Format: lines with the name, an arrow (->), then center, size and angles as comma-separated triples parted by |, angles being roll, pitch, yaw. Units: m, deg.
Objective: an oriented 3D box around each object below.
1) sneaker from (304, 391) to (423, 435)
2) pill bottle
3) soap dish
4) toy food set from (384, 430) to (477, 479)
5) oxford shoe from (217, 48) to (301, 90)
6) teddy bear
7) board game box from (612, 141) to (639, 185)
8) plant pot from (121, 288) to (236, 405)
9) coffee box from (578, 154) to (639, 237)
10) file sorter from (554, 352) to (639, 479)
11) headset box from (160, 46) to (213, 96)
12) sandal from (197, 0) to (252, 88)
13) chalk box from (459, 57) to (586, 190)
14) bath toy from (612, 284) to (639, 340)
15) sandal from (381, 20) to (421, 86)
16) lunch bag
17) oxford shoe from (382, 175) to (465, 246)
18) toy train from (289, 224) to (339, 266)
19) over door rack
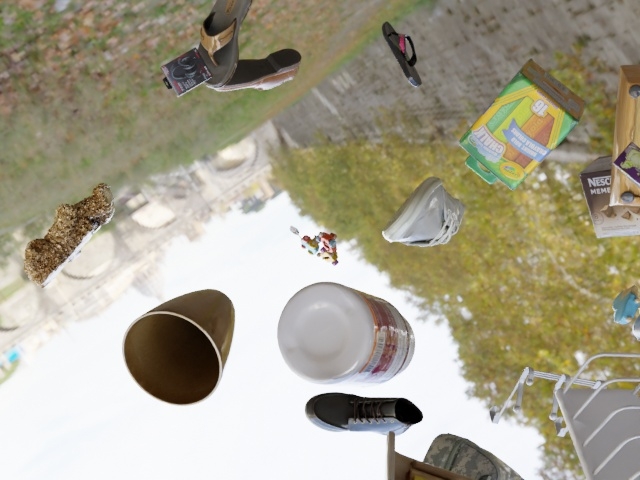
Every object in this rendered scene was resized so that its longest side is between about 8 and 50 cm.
sneaker -> 0.087, 0.333, 1.559 | 0.118, 0.222, 0.083 | 128, -32, -60
pill bottle -> 0.078, 0.228, 1.834 | 0.224, 0.224, 0.392 | -31, 159, 14
soap dish -> 0.692, -0.193, 1.535 | 0.229, 0.290, 0.118 | 6, -161, 23
toy food set -> 0.218, 0.393, 1.048 | 0.092, 0.306, 0.219 | -56, -162, 39
oxford shoe -> -0.142, -0.357, 1.733 | 0.212, 0.076, 0.076 | -16, 149, -16
teddy bear -> -0.699, -0.028, 2.188 | 0.338, 0.113, 0.245 | -50, -179, -4
board game box -> 0.597, -0.029, 1.230 | 0.347, 0.208, 0.056 | 20, 111, -50
plant pot -> -0.298, 0.216, 1.833 | 0.237, 0.237, 0.254 | -30, -169, 23
coffee box -> 0.746, -0.111, 1.732 | 0.297, 0.168, 0.119 | -4, -158, 48
file sorter -> 0.640, 0.382, 1.597 | 0.173, 0.193, 0.277 | 107, -19, -44
headset box -> -0.250, -0.308, 1.450 | 0.083, 0.062, 0.032 | -31, -168, -9
sandal -> -0.191, -0.405, 1.518 | 0.219, 0.090, 0.060 | -69, 162, 7
chalk box -> 0.461, -0.255, 1.878 | 0.289, 0.180, 0.179 | -52, 176, 32
bath toy -> 1.027, 0.274, 2.307 | 0.151, 0.348, 0.129 | -54, 177, -9
sandal -> 0.180, -0.397, 1.651 | 0.040, 0.179, 0.067 | -40, 144, 28
lunch bag -> 0.428, 0.655, 2.039 | 0.256, 0.305, 0.212 | 0, -123, 53
oxford shoe -> 0.251, -0.051, 1.799 | 0.169, 0.130, 0.449 | -47, 171, 14
toy train -> 0.000, 0.000, 1.991 | 0.046, 0.125, 0.166 | -45, -141, -21
over door rack -> 0.669, 0.498, 2.325 | 0.324, 0.240, 0.108 | 106, -5, -52
